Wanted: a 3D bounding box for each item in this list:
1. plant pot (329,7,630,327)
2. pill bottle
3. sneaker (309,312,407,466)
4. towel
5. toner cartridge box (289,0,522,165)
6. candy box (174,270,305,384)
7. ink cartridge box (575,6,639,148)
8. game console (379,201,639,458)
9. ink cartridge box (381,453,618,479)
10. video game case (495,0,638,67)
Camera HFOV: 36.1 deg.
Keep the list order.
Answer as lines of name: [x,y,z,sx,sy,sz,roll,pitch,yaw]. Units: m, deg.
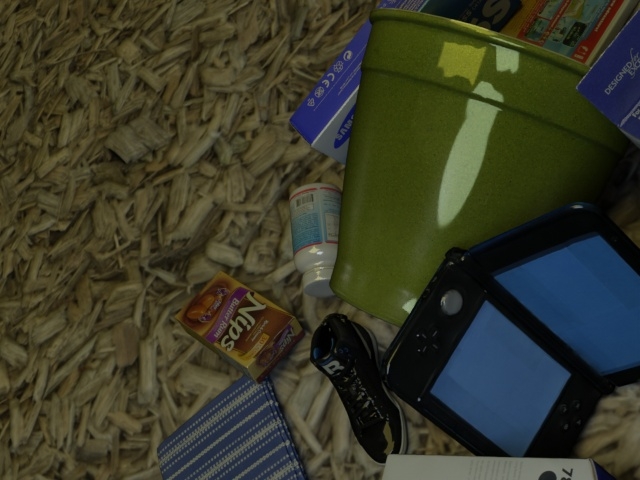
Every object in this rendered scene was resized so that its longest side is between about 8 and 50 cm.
plant pot: [0.175,-0.060,1.245,0.366,0.366,0.353,25,97,40]
pill bottle: [0.000,0.000,1.484,0.087,0.087,0.160,-21,59,28]
sneaker: [0.040,0.202,1.343,0.079,0.121,0.217,-33,54,21]
towel: [-0.114,0.381,1.439,0.243,0.040,0.336,-40,50,17]
toner cartridge box: [0.124,-0.262,1.441,0.348,0.165,0.075,-51,50,14]
candy box: [-0.126,0.131,1.520,0.186,0.053,0.109,28,66,39]
ink cartridge box: [0.486,-0.188,1.079,0.304,0.307,0.072,-52,27,7]
game console: [0.257,0.132,1.075,0.250,0.293,0.173,-57,26,-13]
ink cartridge box: [0.241,0.293,1.077,0.332,0.165,0.065,-7,54,42]
video game case: [0.336,-0.378,1.450,0.285,0.025,0.204,33,91,41]
